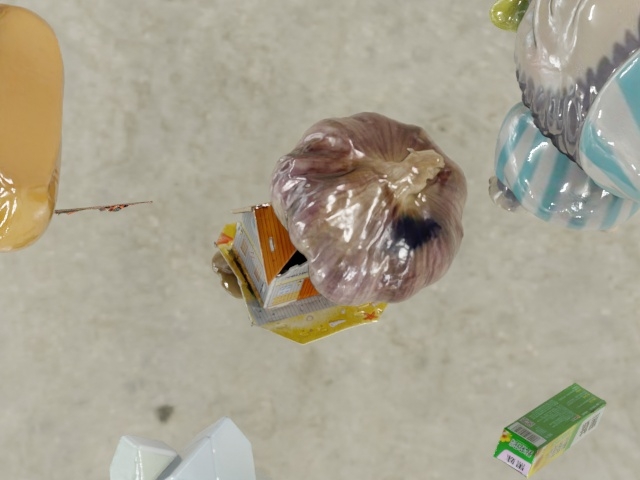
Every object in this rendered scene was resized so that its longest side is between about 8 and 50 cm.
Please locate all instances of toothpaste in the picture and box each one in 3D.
[{"bbox_3d":[0.237,0.192,1.356,0.043,0.178,0.037,28,114,27],"label":"toothpaste"}]

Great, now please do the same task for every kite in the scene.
[{"bbox_3d":[-0.289,-0.039,1.698,0.159,0.190,0.010,-5,91,16],"label":"kite"}]

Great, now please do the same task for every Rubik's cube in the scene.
[{"bbox_3d":[-0.158,0.330,1.499,0.224,0.265,0.213,-42,47,41],"label":"Rubik's cube"}]

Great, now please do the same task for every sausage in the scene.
[{"bbox_3d":[-0.286,-0.093,1.139,0.136,0.120,0.241,-34,49,37],"label":"sausage"}]

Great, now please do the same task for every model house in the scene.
[{"bbox_3d":[0.000,0.000,1.670,0.207,0.219,0.136,62,152,31],"label":"model house"}]

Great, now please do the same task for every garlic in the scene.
[{"bbox_3d":[0.062,-0.045,1.511,0.245,0.245,0.160,63,154,15],"label":"garlic"}]

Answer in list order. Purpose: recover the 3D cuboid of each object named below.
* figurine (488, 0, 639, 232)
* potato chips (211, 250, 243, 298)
[{"bbox_3d":[0.278,-0.085,1.185,0.266,0.378,0.361,12,126,-4],"label":"figurine"},{"bbox_3d":[-0.054,0.029,1.826,0.150,0.201,0.049,39,132,41],"label":"potato chips"}]
